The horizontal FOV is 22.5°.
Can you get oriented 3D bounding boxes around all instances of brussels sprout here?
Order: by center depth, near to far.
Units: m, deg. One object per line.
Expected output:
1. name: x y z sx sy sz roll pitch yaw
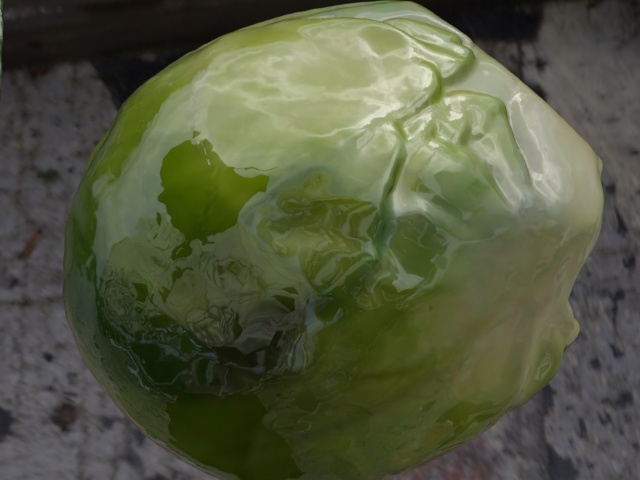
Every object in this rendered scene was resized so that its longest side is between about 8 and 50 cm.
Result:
1. brussels sprout: 0.000 0.000 1.019 0.344 0.344 0.268 -32 38 2

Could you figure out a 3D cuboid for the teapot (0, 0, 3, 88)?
1. teapot: -0.324 -0.048 0.713 0.337 0.200 0.270 3 99 -20
